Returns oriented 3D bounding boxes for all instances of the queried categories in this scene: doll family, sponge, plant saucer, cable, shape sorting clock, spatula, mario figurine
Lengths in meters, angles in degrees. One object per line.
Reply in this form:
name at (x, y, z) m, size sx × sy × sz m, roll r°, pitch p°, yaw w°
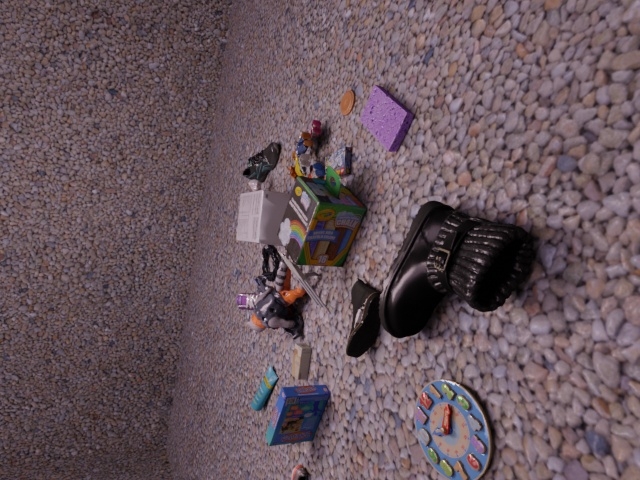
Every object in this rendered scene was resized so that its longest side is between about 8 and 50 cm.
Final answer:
doll family at (-0.065, -0.312, 1.597) m, size 0.163 × 0.118 × 0.263 m, roll 138°, pitch 133°, yaw -71°
sponge at (0.185, -0.353, 1.250) m, size 0.117 × 0.031 × 0.210 m, roll -65°, pitch 33°, yaw 31°
plant saucer at (0.090, -0.466, 1.470) m, size 0.083 × 0.013 × 0.084 m, roll -18°, pitch 70°, yaw 59°
cable at (-0.226, 0.105, 1.904) m, size 0.184 × 0.047 × 0.151 m, roll 43°, pitch 122°, yaw 55°
shape sorting clock at (0.273, 0.402, 0.923) m, size 0.206 × 0.040 × 0.207 m, roll -20°, pitch 67°, yaw 60°
spatula at (-0.055, 0.142, 1.425) m, size 0.242 × 0.019 × 0.168 m, roll 56°, pitch 166°, yaw -18°
mario figurine at (-0.330, -0.160, 2.013) m, size 0.198 × 0.170 × 0.320 m, roll 62°, pitch 161°, yaw -9°

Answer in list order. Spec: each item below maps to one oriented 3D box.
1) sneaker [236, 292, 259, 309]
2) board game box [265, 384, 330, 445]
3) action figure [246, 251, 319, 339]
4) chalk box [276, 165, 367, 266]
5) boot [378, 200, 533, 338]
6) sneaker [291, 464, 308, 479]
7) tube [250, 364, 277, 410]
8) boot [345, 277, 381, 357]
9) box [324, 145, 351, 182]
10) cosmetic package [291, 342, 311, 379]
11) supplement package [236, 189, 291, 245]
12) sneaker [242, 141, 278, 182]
sneaker at (-0.261, 0.262, 1.819) m, size 0.282 × 0.160 × 0.102 m, roll -20°, pitch 66°, yaw 58°
board game box at (-0.074, 0.566, 1.408) m, size 0.047 × 0.159 × 0.211 m, roll 49°, pitch 126°, yaw 54°
action figure at (-0.181, 0.191, 1.632) m, size 0.341 × 0.178 × 0.330 m, roll 37°, pitch 100°, yaw 39°
chalk box at (0.010, -0.084, 1.359) m, size 0.180 × 0.179 × 0.289 m, roll 54°, pitch 130°, yaw 46°
boot at (0.263, 0.100, 0.907) m, size 0.260 × 0.131 × 0.349 m, roll 40°, pitch 119°, yaw 57°
sneaker at (-0.073, 0.844, 1.457) m, size 0.064 × 0.061 × 0.158 m, roll 5°, pitch 90°, yaw 55°
tube at (-0.231, 0.620, 1.814) m, size 0.080 × 0.052 × 0.207 m, roll 47°, pitch 119°, yaw 43°
boot at (0.110, 0.218, 1.243) m, size 0.198 × 0.076 × 0.137 m, roll -64°, pitch 27°, yaw 9°
box at (0.057, -0.253, 1.471) m, size 0.137 × 0.027 × 0.094 m, roll -12°, pitch 73°, yaw 61°
cosmetic package at (-0.069, 0.431, 1.550) m, size 0.060 × 0.041 × 0.115 m, roll 9°, pitch 92°, yaw 61°
supplement package at (-0.192, -0.083, 1.718) m, size 0.262 × 0.199 × 0.198 m, roll 4°, pitch 89°, yaw 62°
sneaker at (-0.279, -0.363, 2.039) m, size 0.267 × 0.106 × 0.101 m, roll -47°, pitch 44°, yaw 46°
